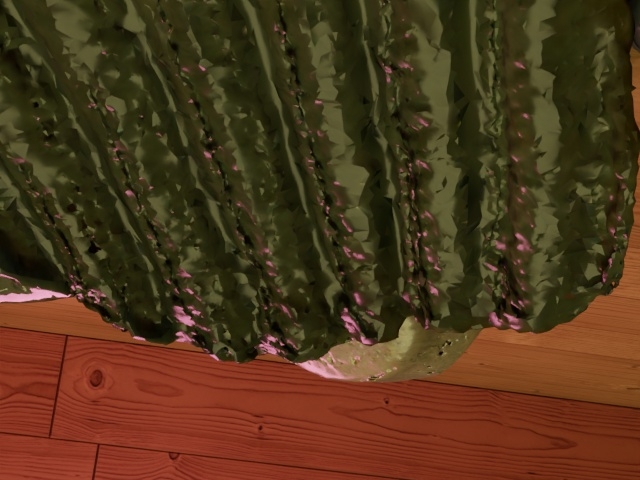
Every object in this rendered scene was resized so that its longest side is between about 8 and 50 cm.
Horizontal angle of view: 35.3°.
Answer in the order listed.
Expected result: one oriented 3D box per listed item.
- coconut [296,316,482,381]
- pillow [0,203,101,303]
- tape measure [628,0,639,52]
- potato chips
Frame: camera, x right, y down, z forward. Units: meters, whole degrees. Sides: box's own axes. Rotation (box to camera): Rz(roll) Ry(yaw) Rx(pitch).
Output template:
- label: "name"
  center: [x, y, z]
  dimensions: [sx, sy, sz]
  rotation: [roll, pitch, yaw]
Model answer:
- label: "coconut"
  center: [0.051, -0.018, 0.718]
  dimensions: [0.224, 0.224, 0.234]
  rotation: [-2, -154, 30]
- label: "pillow"
  center: [-0.157, -0.029, 0.753]
  dimensions: [0.185, 0.075, 0.302]
  rotation: [-7, -161, 17]
- label: "tape measure"
  center: [0.280, -0.109, 0.485]
  dimensions: [0.330, 0.084, 0.164]
  rotation: [15, 166, -31]
- label: "potato chips"
  center: [-0.039, -0.070, 0.467]
  dimensions: [0.358, 0.070, 0.429]
  rotation: [-7, 135, 12]
